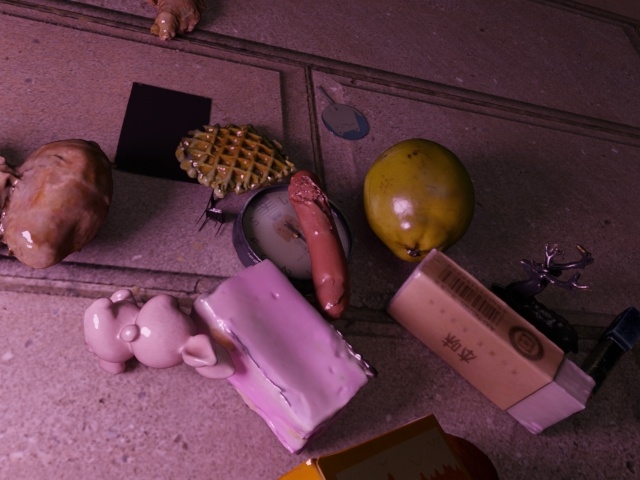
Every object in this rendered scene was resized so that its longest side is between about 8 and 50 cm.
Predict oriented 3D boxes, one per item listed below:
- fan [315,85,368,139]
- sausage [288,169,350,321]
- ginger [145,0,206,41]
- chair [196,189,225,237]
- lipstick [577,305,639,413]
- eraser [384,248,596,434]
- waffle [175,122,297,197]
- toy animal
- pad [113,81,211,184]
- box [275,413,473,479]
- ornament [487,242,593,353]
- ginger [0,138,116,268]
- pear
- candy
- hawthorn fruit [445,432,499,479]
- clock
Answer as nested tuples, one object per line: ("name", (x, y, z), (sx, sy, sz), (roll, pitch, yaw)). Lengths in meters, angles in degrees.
("fan", (0.039, -0.295, 1.340), (0.113, 0.005, 0.175), (-21, 65, -33))
("sausage", (0.000, 0.001, 1.001), (0.078, 0.078, 0.304), (-1, 57, -23))
("ginger", (-0.326, -0.529, 1.319), (0.137, 0.074, 0.213), (-9, 55, -17))
("chair", (-0.188, -0.049, 1.044), (0.042, 0.037, 0.086), (13, 55, 2))
("lipstick", (0.549, 0.232, 1.136), (0.312, 0.051, 0.051), (-32, 74, -35))
("eraser", (0.282, 0.176, 1.004), (0.343, 0.144, 0.078), (40, 49, 10))
("waffle", (-0.160, -0.157, 1.106), (0.214, 0.054, 0.208), (-19, 53, -35))
("toy animal", (-0.215, 0.131, 0.825), (0.212, 0.124, 0.124), (6, 50, 9))
("pad", (-0.302, -0.213, 1.140), (0.164, 0.004, 0.243), (9, 52, -16))
("box", (0.017, 0.357, 0.617), (0.259, 0.283, 0.214), (10, 46, -53))
("ornament", (0.432, 0.107, 1.056), (0.202, 0.236, 0.080), (42, 57, 12))
("ginger", (-0.470, -0.067, 0.864), (0.304, 0.155, 0.244), (6, 55, -19))
("pear", (0.186, -0.084, 1.116), (0.212, 0.212, 0.269), (16, 53, -11))
("candy", (-0.063, 0.169, 0.884), (0.265, 0.116, 0.155), (46, 53, 13))
("hawthorn fruit", (0.186, 0.359, 0.836), (0.194, 0.157, 0.157), (26, 47, -26))
("clock", (-0.047, -0.007, 1.065), (0.226, 0.049, 0.226), (11, 52, -14))
